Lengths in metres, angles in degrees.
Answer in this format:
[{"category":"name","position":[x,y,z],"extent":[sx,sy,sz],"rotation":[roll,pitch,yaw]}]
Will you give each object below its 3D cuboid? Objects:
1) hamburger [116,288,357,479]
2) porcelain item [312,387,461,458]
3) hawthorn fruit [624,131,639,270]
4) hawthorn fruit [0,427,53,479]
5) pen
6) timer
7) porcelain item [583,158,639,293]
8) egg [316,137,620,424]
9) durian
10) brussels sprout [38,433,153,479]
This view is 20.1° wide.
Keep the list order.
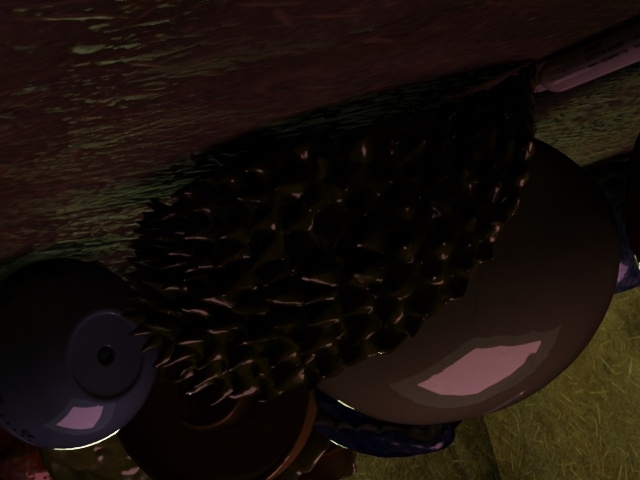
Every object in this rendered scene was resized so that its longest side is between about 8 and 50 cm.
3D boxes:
[{"category":"hamburger","position":[-0.068,0.139,1.830],"extent":[0.274,0.275,0.212],"rotation":[-18,168,24]},{"category":"porcelain item","position":[0.109,0.057,1.528],"extent":[0.186,0.288,0.138],"rotation":[7,145,31]},{"category":"hawthorn fruit","position":[0.353,-0.043,1.214],"extent":[0.284,0.285,0.369],"rotation":[-16,166,1]},{"category":"hawthorn fruit","position":[-0.404,0.266,2.598],"extent":[0.242,0.242,0.271],"rotation":[-21,-167,46]},{"category":"pen","position":[0.199,-0.124,1.119],"extent":[0.026,0.026,0.218],"rotation":[-11,173,-41]},{"category":"timer","position":[-0.233,0.079,1.542],"extent":[0.175,0.175,0.255],"rotation":[-14,-158,-20]},{"category":"porcelain item","position":[0.354,-0.019,2.070],"extent":[0.114,0.147,0.147],"rotation":[-13,175,-14]},{"category":"egg","position":[0.090,0.026,1.340],"extent":[0.269,0.219,0.219],"rotation":[-16,175,28]},{"category":"durian","position":[-0.008,0.004,1.219],"extent":[0.355,0.158,0.169],"rotation":[-19,-169,36]},{"category":"brussels sprout","position":[-0.225,0.208,2.270],"extent":[0.316,0.243,0.273],"rotation":[-21,178,44]}]
